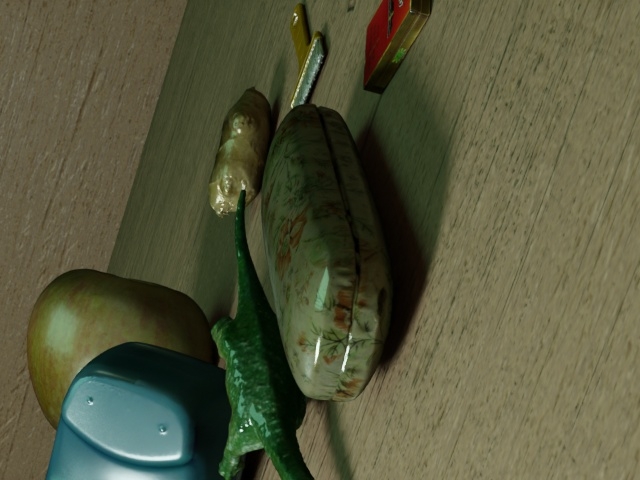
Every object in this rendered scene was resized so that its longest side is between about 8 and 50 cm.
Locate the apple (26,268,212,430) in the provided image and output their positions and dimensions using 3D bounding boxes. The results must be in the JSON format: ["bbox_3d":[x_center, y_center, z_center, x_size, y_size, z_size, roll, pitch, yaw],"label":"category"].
[{"bbox_3d":[-0.273,0.162,2.066,0.257,0.257,0.234,-159,85,-76],"label":"apple"}]

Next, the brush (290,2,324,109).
[{"bbox_3d":[-0.024,-0.248,2.015,0.272,0.013,0.103,-100,28,-61],"label":"brush"}]

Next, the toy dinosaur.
[{"bbox_3d":[-0.048,0.125,1.474,0.301,0.087,0.447,118,145,-70],"label":"toy dinosaur"}]

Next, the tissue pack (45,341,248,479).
[{"bbox_3d":[-0.187,0.260,1.706,0.206,0.198,0.287,-12,-63,-69],"label":"tissue pack"}]

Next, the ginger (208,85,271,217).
[{"bbox_3d":[-0.105,-0.123,2.085,0.095,0.069,0.190,154,130,-66],"label":"ginger"}]

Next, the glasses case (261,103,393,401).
[{"bbox_3d":[0.000,0.000,1.469,0.425,0.098,0.156,-104,24,-65],"label":"glasses case"}]

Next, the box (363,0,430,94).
[{"bbox_3d":[0.077,-0.221,1.565,0.133,0.023,0.090,123,156,-53],"label":"box"}]
